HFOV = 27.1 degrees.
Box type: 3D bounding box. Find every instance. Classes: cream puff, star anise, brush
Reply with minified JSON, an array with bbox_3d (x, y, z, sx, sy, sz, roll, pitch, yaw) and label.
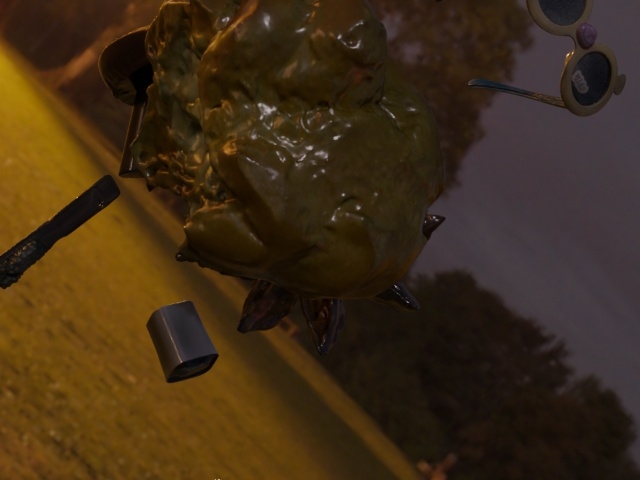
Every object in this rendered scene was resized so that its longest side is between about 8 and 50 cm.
[{"bbox_3d":[-0.009,-0.108,1.196,0.274,0.270,0.323,13,22,-31],"label":"cream puff"},{"bbox_3d":[0.002,0.000,1.726,0.331,0.332,0.117,42,-8,20],"label":"star anise"},{"bbox_3d":[-0.298,-0.007,1.484,0.027,0.190,0.034,24,-34,47],"label":"brush"}]

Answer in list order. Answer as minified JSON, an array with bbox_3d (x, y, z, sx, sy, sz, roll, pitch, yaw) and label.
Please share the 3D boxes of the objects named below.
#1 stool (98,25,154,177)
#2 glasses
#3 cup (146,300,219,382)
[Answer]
[{"bbox_3d":[-0.173,-0.198,1.904,0.272,0.272,0.178,56,24,-78],"label":"stool"},{"bbox_3d":[0.224,-0.226,1.544,0.220,0.088,0.190,-1,-58,45],"label":"glasses"},{"bbox_3d":[-0.264,0.199,2.484,0.129,0.095,0.128,65,-32,22],"label":"cup"}]
